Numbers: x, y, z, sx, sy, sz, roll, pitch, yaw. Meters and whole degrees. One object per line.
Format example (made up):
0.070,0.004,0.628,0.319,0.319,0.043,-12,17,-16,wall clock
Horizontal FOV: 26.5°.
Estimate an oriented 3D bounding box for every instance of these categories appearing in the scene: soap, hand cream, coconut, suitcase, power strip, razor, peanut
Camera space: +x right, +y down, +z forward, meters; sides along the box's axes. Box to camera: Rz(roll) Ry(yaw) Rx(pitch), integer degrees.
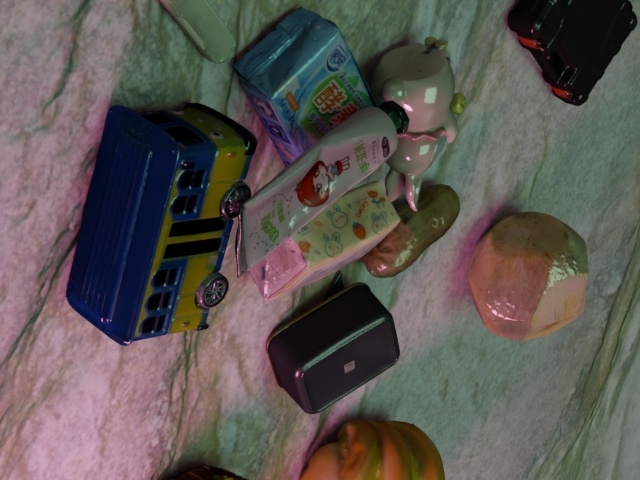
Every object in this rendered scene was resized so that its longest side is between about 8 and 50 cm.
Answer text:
-0.007,-0.188,1.909,0.156,0.077,0.293,-48,144,-12,soap
-0.002,-0.084,1.842,0.336,0.076,0.121,-40,145,-31,hand cream
0.375,0.068,2.455,0.236,0.197,0.237,-24,138,-24,coconut
0.433,-0.374,2.305,0.206,0.066,0.285,-56,145,-4,suitcase
-0.158,-0.283,1.698,0.047,0.030,0.191,-50,144,-8,power strip
0.069,0.110,2.261,0.066,0.033,0.190,-57,145,0,razor
0.153,-0.018,2.216,0.214,0.099,0.099,-33,138,-28,peanut

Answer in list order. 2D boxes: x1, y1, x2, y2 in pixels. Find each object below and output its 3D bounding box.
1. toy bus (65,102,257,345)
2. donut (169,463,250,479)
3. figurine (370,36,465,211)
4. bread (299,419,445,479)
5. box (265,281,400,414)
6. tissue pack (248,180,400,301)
-0.204,-0.025,1.746,0.175,0.138,0.288,-9,122,-48,toy bus
-0.205,0.454,2.142,0.235,0.089,0.235,-30,137,-33,donut
0.146,-0.175,2.066,0.155,0.127,0.236,-61,155,-45,figurine
0.083,0.475,2.400,0.270,0.211,0.316,10,105,-51,bread
0.025,0.176,2.177,0.201,0.090,0.144,-29,137,-16,box
0.000,0.000,2.005,0.196,0.092,0.148,-26,171,-38,tissue pack
